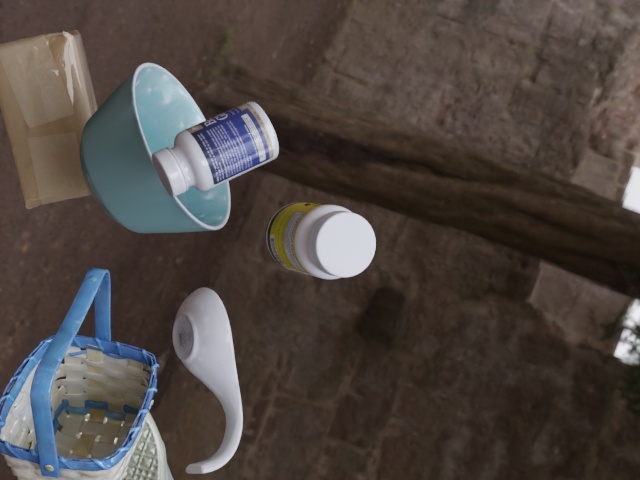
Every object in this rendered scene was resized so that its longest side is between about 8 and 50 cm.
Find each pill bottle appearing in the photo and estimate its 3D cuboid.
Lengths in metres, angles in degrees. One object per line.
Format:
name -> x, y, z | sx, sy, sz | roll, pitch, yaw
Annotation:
pill bottle -> 0.000, 0.000, 1.435 | 0.208, 0.119, 0.119 | 11, -101, 67
pill bottle -> -0.154, -0.129, 1.310 | 0.169, 0.094, 0.094 | -27, 157, -18

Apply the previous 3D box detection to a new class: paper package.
paper package -> -0.543, -0.259, 1.844 | 0.309, 0.168, 0.324 | -127, -153, -72

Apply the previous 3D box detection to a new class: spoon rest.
spoon rest -> -0.169, 0.209, 1.365 | 0.137, 0.084, 0.276 | -18, -106, 52

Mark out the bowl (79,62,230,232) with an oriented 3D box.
bowl -> -0.304, -0.138, 1.581 | 0.311, 0.163, 0.311 | 58, 20, -35

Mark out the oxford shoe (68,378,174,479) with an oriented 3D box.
oxford shoe -> -0.333, 0.450, 1.625 | 0.130, 0.169, 0.449 | -163, -131, -83

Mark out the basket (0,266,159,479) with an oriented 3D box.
basket -> -0.336, 0.216, 1.241 | 0.254, 0.201, 0.288 | -77, 179, -57
